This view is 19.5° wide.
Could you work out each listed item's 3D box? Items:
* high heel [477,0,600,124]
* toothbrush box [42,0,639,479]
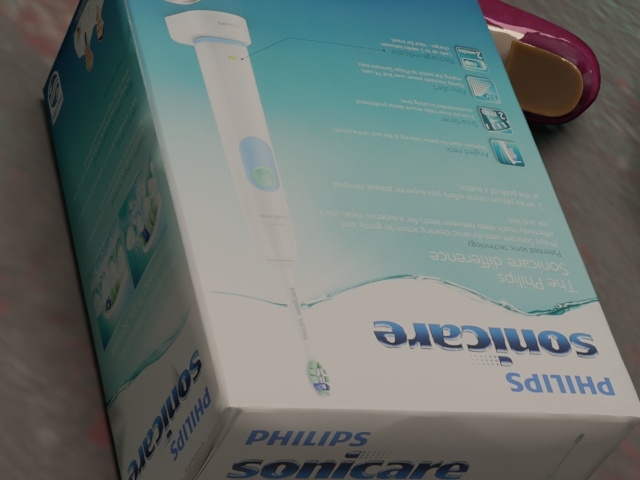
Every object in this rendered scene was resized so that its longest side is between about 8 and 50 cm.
[{"bbox_3d":[0.057,-0.138,1.148,0.244,0.082,0.117,19,10,8],"label":"high heel"},{"bbox_3d":[0.000,0.000,0.931,0.216,0.126,0.296,3,49,-27],"label":"toothbrush box"}]
